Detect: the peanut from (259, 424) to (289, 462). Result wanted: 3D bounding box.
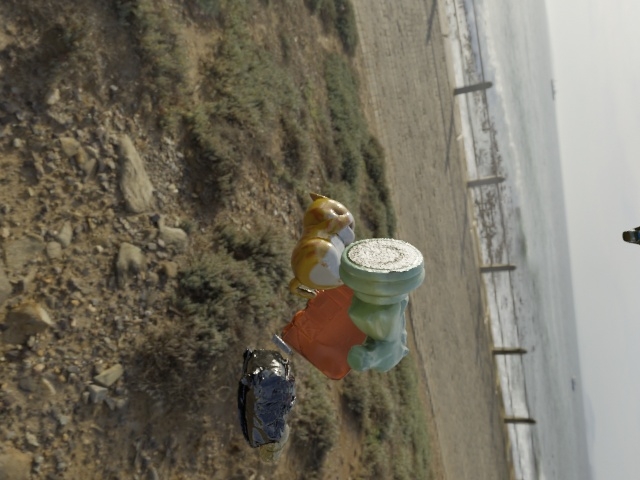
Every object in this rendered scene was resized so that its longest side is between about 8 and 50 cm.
[{"bbox_3d":[-0.172,0.743,1.842,0.098,0.090,0.214,-69,176,-54],"label":"peanut"}]

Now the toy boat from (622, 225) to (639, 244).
[{"bbox_3d":[0.515,-0.014,0.705,0.185,0.077,0.075,154,-65,-86],"label":"toy boat"}]

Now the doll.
[{"bbox_3d":[0.012,0.007,1.337,0.166,0.162,0.269,56,44,-41],"label":"doll"}]

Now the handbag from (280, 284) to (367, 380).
[{"bbox_3d":[0.079,0.298,1.899,0.303,0.410,0.116,42,-2,-7],"label":"handbag"}]

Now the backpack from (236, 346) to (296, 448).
[{"bbox_3d":[-0.097,0.287,0.909,0.120,0.106,0.165,-112,-160,-70],"label":"backpack"}]

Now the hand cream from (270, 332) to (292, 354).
[{"bbox_3d":[-0.136,0.368,1.761,0.030,0.093,0.019,-58,162,13],"label":"hand cream"}]

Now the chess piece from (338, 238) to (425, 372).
[{"bbox_3d":[0.124,0.157,1.043,0.176,0.176,0.297,-47,140,-56],"label":"chess piece"}]
